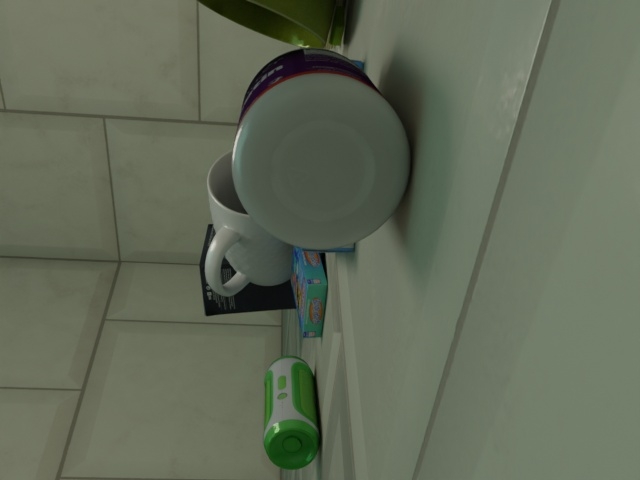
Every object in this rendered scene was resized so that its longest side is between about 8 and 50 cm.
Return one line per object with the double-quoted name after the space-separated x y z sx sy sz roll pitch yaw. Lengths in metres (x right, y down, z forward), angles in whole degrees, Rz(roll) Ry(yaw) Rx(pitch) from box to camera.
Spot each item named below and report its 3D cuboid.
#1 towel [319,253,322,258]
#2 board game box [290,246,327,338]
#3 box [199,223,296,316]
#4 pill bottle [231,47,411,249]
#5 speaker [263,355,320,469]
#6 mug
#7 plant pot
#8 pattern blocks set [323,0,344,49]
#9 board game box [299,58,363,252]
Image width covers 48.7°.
0.000 0.000 1.662 0.237 0.021 0.102 99 167 -45 "towel"
-0.029 0.096 1.636 0.210 0.047 0.160 -105 17 -52 "board game box"
-0.210 0.075 2.261 0.343 0.313 0.179 -100 7 -66 "box"
-0.007 -0.125 0.832 0.323 0.182 0.181 -100 14 -68 "pill bottle"
-0.068 0.385 1.616 0.296 0.131 0.131 -100 13 -68 "speaker"
-0.169 -0.015 1.834 0.374 0.276 0.328 -50 -26 -35 "mug"
-0.065 -0.547 1.306 0.275 0.275 0.293 -123 54 -82 "plant pot"
0.027 -0.510 1.477 0.325 0.026 0.285 109 161 -55 "pattern blocks set"
0.006 -0.136 1.253 0.302 0.086 0.308 -161 74 -85 "board game box"
